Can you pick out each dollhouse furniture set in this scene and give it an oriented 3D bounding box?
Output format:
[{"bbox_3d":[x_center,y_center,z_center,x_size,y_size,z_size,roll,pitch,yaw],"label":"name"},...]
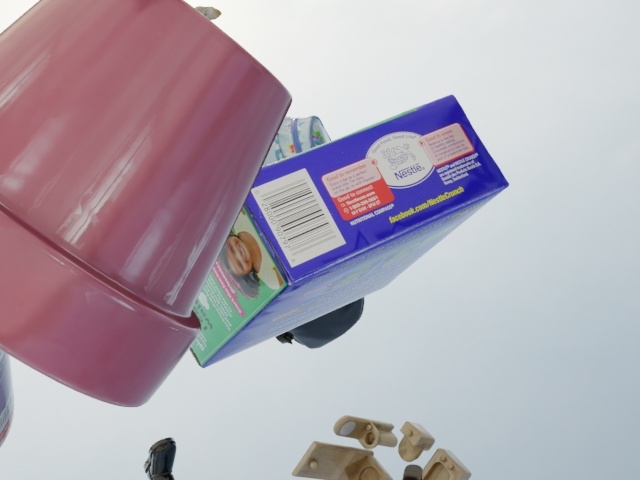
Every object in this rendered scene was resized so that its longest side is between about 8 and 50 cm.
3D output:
[{"bbox_3d":[0.078,0.304,1.405,0.144,0.123,0.151,-57,-134,13],"label":"dollhouse furniture set"}]

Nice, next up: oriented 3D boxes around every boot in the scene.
[{"bbox_3d":[0.101,0.346,1.307,0.037,0.114,0.106,13,-155,21],"label":"boot"},{"bbox_3d":[-0.247,0.386,1.736,0.045,0.121,0.099,-8,-123,-32],"label":"boot"}]

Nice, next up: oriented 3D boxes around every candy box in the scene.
[{"bbox_3d":[0.000,0.000,1.130,0.268,0.122,0.317,-23,168,-28],"label":"candy box"}]

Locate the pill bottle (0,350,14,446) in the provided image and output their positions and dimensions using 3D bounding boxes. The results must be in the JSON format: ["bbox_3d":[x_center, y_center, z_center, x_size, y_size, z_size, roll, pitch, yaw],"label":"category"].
[{"bbox_3d":[-0.415,0.109,1.106,0.181,0.323,0.182,6,-129,-8],"label":"pill bottle"}]

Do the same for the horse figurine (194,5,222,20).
[{"bbox_3d":[-0.122,-0.236,0.858,0.066,0.174,0.263,19,-83,37],"label":"horse figurine"}]

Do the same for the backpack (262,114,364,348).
[{"bbox_3d":[-0.052,-0.041,1.809,0.273,0.290,0.356,-36,-122,5],"label":"backpack"}]

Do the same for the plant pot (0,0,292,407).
[{"bbox_3d":[-0.118,-0.042,0.569,0.180,0.201,0.201,-53,-142,0],"label":"plant pot"}]
